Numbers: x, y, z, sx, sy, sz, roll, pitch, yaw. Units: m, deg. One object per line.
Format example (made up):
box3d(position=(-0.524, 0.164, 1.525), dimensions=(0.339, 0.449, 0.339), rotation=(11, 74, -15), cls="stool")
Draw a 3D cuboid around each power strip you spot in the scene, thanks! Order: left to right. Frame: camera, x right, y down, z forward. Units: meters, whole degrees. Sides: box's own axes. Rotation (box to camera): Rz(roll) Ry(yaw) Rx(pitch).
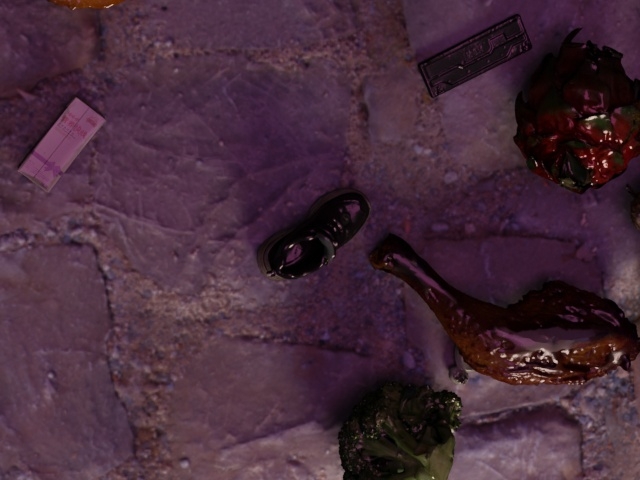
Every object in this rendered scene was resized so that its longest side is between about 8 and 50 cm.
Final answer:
box3d(position=(0.208, 0.162, 1.789), dimensions=(0.055, 0.035, 0.083), rotation=(32, 91, -19), cls="power strip")

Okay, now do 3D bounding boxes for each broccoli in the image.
box3d(position=(0.112, 0.279, 1.735), dimensions=(0.195, 0.156, 0.196), rotation=(-5, 97, -46), cls="broccoli")

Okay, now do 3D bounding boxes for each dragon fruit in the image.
box3d(position=(0.340, -0.159, 1.681), dimensions=(0.182, 0.182, 0.189), rotation=(31, 103, -19), cls="dragon fruit")

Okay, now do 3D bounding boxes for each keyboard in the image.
box3d(position=(0.203, -0.242, 1.706), dimensions=(0.155, 0.010, 0.053), rotation=(-27, 107, -7), cls="keyboard")

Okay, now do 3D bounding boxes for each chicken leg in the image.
box3d(position=(0.250, 0.107, 1.747), dimensions=(0.406, 0.096, 0.158), rotation=(19, 77, -12), cls="chicken leg")

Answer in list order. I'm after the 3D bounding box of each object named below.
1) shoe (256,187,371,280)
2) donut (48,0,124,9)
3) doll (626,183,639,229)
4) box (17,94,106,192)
box3d(position=(0.000, 0.000, 1.664), dimensions=(0.169, 0.099, 0.071), rotation=(-35, 106, -5), cls="shoe")
box3d(position=(-0.278, -0.395, 1.493), dimensions=(0.253, 0.118, 0.254), rotation=(-2, 101, -13), cls="donut")
box3d(position=(0.529, -0.061, 1.777), dimensions=(0.221, 0.105, 0.115), rotation=(-14, 61, -9), cls="doll")
box3d(position=(-0.316, -0.119, 1.589), dimensions=(0.050, 0.036, 0.117), rotation=(40, 90, -19), cls="box")
